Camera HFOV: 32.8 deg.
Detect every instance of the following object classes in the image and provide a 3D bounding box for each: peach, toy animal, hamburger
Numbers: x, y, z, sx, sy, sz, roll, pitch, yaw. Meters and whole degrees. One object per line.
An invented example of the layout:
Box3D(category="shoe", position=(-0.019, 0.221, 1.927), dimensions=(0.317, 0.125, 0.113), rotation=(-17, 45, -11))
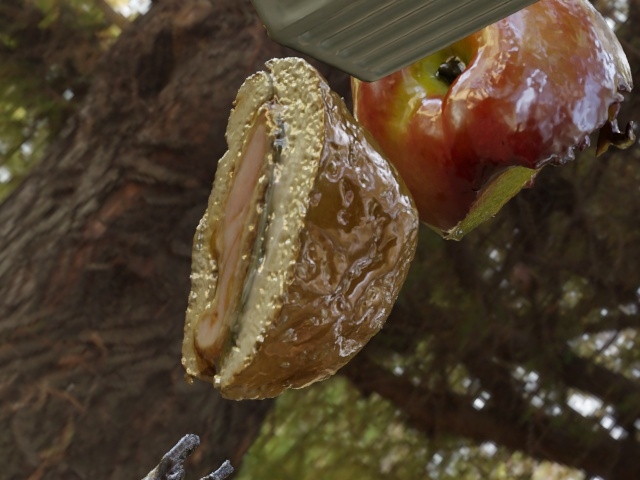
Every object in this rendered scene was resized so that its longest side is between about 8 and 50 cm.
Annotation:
Box3D(category="peach", position=(0.203, -0.187, 1.360), dimensions=(0.310, 0.335, 0.406), rotation=(58, 24, 7))
Box3D(category="toy animal", position=(-0.207, 0.353, 1.537), dimensions=(0.084, 0.148, 0.233), rotation=(44, -1, 4))
Box3D(category="hamburger", position=(0.000, 0.000, 1.087), dimensions=(0.209, 0.330, 0.162), rotation=(12, -2, -42))

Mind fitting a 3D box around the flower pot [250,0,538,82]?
Box3D(category="flower pot", position=(0.057, -0.254, 0.796), dimensions=(0.189, 0.239, 0.209), rotation=(-24, -56, 34))
